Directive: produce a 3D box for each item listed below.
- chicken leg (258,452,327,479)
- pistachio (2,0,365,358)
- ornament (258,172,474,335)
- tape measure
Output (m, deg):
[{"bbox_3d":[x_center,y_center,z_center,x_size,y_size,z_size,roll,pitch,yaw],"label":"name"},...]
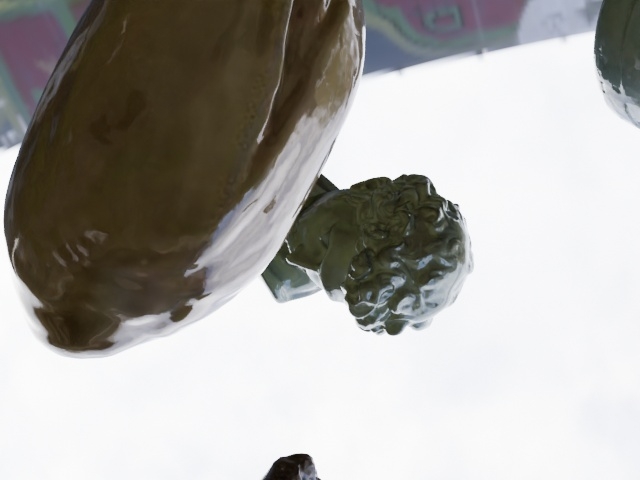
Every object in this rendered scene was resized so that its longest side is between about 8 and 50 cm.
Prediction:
[{"bbox_3d":[-0.107,0.198,0.922,0.322,0.083,0.177,-14,-157,-24],"label":"chicken leg"},{"bbox_3d":[-0.080,-0.065,0.984,0.181,0.162,0.293,20,-98,54],"label":"pistachio"},{"bbox_3d":[0.009,-0.005,1.364,0.130,0.120,0.285,-36,-151,-21],"label":"ornament"},{"bbox_3d":[0.237,-0.205,1.217,0.084,0.330,0.164,15,-116,33],"label":"tape measure"}]
